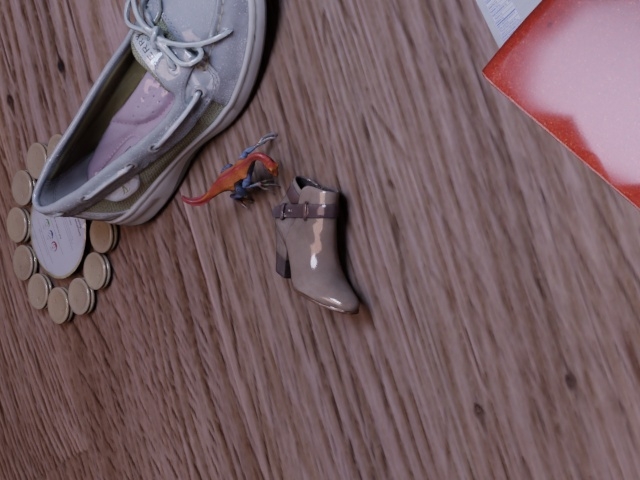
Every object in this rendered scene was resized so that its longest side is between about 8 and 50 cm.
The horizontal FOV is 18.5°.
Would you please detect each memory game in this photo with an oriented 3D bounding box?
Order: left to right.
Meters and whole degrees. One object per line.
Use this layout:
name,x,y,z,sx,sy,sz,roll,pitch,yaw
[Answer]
memory game,-0.253,-0.012,1.922,0.186,0.012,0.186,4,95,49

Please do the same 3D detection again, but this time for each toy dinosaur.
toy dinosaur,-0.066,-0.051,1.664,0.047,0.090,0.082,58,166,9

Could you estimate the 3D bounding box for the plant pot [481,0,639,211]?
plant pot,0.304,-0.102,1.099,0.267,0.267,0.235,45,113,38

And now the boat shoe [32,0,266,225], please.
boat shoe,-0.149,-0.131,1.722,0.320,0.103,0.118,-52,56,38

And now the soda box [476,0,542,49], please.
soda box,0.228,-0.215,1.283,0.286,0.098,0.091,-43,63,42

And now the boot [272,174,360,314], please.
boot,0.000,0.000,1.608,0.118,0.042,0.087,30,113,44
